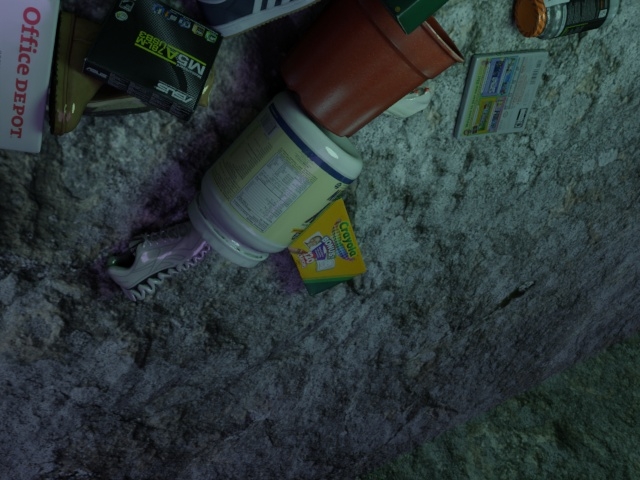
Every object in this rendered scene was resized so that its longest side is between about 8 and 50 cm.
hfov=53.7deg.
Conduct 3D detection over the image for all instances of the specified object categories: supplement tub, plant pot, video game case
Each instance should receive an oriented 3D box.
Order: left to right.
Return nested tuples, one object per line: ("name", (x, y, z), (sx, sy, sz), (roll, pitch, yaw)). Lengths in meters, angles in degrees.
("supplement tub", (-0.098, -0.122, 1.319), (0.325, 0.235, 0.235), (-44, 132, 17))
("plant pot", (0.082, -0.353, 1.195), (0.265, 0.272, 0.272), (-39, 134, 23))
("video game case", (0.426, -0.346, 1.506), (0.193, 0.023, 0.212), (-9, 133, -17))
("supplement tub", (0.522, -0.497, 1.350), (0.190, 0.117, 0.117), (-15, 134, -12))

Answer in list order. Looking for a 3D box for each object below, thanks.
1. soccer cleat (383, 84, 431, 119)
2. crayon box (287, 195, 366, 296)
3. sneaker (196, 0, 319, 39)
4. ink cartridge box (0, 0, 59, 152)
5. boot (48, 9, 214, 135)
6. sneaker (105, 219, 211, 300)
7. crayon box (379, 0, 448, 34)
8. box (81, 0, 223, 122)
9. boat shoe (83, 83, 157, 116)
("soccer cleat", (0.156, -0.297, 1.400), (0.196, 0.068, 0.076), (-13, 136, -18))
("crayon box", (0.000, 0.000, 1.578), (0.165, 0.081, 0.278), (-24, 135, -2))
("sneaker", (-0.097, -0.468, 1.087), (0.282, 0.099, 0.153), (-20, 135, 13))
("ink cartridge box", (-0.619, -0.315, 0.962), (0.395, 0.166, 0.285), (5, 126, -28))
("boot", (-0.322, -0.275, 1.106), (0.269, 0.236, 0.089), (7, 165, -27))
("sneaker", (-0.353, 0.020, 1.428), (0.292, 0.110, 0.118), (-35, 125, 7))
("crayon box", (0.141, -0.560, 0.955), (0.313, 0.363, 0.106), (-38, 171, 15))
("box", (-0.279, -0.320, 1.076), (0.191, 0.184, 0.045), (25, 148, -19))
("boat shoe", (-0.347, -0.276, 1.189), (0.223, 0.080, 0.073), (-15, 164, -28))
